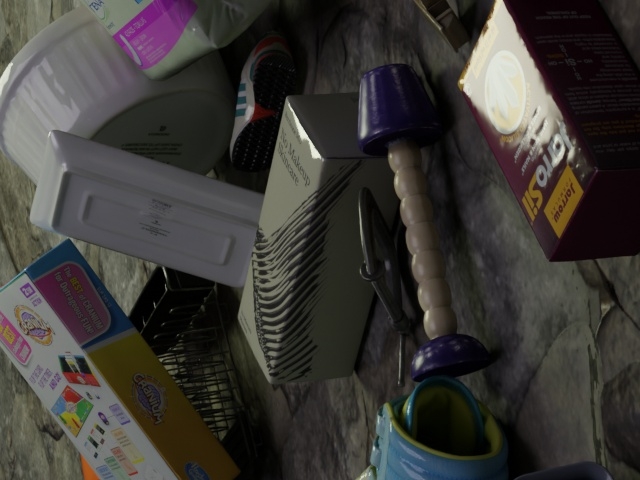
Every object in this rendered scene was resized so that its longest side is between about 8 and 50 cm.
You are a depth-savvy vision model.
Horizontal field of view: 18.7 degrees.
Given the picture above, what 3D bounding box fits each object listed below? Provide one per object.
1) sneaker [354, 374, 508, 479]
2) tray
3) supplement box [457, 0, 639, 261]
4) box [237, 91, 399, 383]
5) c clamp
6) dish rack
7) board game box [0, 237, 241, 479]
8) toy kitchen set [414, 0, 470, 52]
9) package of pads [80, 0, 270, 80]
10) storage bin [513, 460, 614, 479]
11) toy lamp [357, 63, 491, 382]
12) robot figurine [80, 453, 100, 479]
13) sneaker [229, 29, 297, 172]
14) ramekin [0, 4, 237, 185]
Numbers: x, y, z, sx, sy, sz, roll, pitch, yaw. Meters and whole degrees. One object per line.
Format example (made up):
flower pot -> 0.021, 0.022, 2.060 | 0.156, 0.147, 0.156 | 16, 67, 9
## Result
sneaker -> 0.070, 0.210, 1.706 | 0.319, 0.127, 0.208 | 9, 105, 56
tray -> -0.170, -0.020, 2.048 | 0.030, 0.270, 0.145 | -77, 5, -47
supplement box -> 0.184, -0.088, 1.441 | 0.104, 0.080, 0.188 | 112, 145, -45
box -> 0.000, 0.000, 1.857 | 0.113, 0.094, 0.275 | -120, 34, -47
c clamp -> 0.059, 0.033, 1.741 | 0.161, 0.022, 0.137 | 63, -158, -53
dish rack -> -0.148, 0.180, 2.252 | 0.208, 0.074, 0.271 | 124, 135, -57
board game box -> -0.244, 0.164, 2.171 | 0.316, 0.064, 0.242 | 54, 154, -5
toy kitchen set -> 0.122, -0.205, 1.624 | 0.083, 0.075, 0.068 | 53, -176, -39
package of pads -> -0.199, -0.302, 1.912 | 0.296, 0.101, 0.229 | 49, 163, -9
storage bin -> 0.198, 0.243, 1.474 | 0.091, 0.098, 0.135 | 68, -171, -74
toy lamp -> 0.086, -0.019, 1.684 | 0.080, 0.080, 0.275 | 139, 120, -61
robot figurine -> -0.233, 0.261, 2.389 | 0.158, 0.128, 0.219 | 142, 120, -62
sneaker -> -0.059, -0.147, 2.032 | 0.075, 0.057, 0.161 | -96, 16, -48
ramekin -> -0.214, -0.137, 2.130 | 0.127, 0.273, 0.273 | 56, 144, 28
